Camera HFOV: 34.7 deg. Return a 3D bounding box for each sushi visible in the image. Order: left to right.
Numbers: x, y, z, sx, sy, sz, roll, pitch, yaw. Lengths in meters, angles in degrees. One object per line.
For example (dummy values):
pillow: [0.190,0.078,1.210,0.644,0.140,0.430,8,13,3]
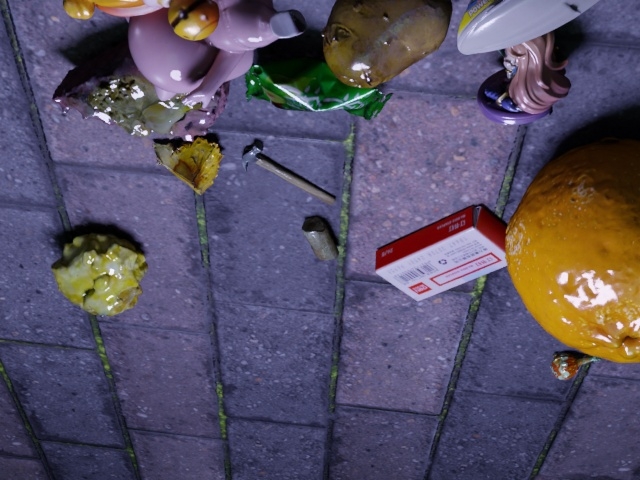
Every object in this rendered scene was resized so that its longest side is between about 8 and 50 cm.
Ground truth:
sushi: [-0.248,-0.228,1.453,0.241,0.107,0.161,16,139,-10]

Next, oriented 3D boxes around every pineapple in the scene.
pineapple: [-0.219,-0.120,1.624,0.114,0.077,0.114,21,139,4]

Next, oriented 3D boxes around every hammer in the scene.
hammer: [-0.051,-0.101,1.660,0.182,0.017,0.062,29,139,-28]

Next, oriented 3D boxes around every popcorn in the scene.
popcorn: [-0.395,0.055,1.847,0.174,0.142,0.173,25,144,20]

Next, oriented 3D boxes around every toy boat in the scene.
toy boat: [0.269,-0.322,1.205,0.269,0.140,0.141,-21,135,28]

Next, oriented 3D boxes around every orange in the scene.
orange: [0.445,0.025,1.506,0.341,0.293,0.340,7,143,5]

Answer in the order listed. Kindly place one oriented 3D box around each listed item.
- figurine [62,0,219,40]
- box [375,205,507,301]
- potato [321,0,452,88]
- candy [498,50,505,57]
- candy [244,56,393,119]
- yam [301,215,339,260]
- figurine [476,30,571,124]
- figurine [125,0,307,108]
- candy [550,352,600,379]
figurine: [-0.193,-0.378,1.162,0.323,0.196,0.320,-13,96,14]
box: [0.215,0.025,1.753,0.229,0.050,0.123,-27,133,37]
potato: [0.083,-0.274,1.315,0.176,0.137,0.137,-28,135,9]
candy: [0.234,-0.268,1.382,0.023,0.025,0.083,12,165,46]
candy: [-0.005,-0.213,1.425,0.203,0.078,0.141,11,-175,-2]
yam: [0.000,0.000,1.765,0.043,0.043,0.094,-5,141,17]
figurine: [0.279,-0.229,1.350,0.114,0.126,0.157,33,135,20]
figurine: [-0.115,-0.273,1.285,0.287,0.186,0.176,-21,94,41]
candy: [0.534,0.226,1.978,0.185,0.055,0.049,-18,145,19]
